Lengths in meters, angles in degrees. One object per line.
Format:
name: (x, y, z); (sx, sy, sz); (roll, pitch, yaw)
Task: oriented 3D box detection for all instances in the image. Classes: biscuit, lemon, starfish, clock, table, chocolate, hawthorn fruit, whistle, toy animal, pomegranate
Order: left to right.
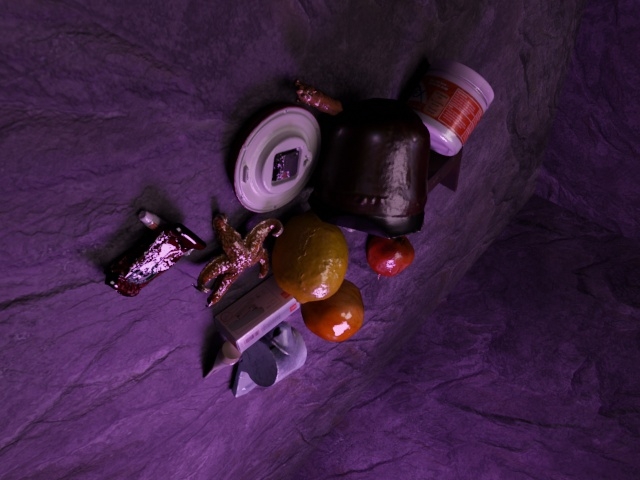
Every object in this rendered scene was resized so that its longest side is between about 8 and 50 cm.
biscuit: (-0.406, 0.047, 1.088); (0.235, 0.063, 0.151); (-41, 153, -8)
starfish: (-0.247, 0.052, 1.285); (0.303, 0.113, 0.312); (-31, 145, -34)
whistle: (-0.220, 0.450, 1.686); (0.404, 0.188, 0.168); (-34, 170, 38)
clock: (-0.111, -0.218, 1.229); (0.318, 0.080, 0.319); (-33, 143, -30)
lemon: (-0.030, 0.051, 1.434); (0.253, 0.253, 0.311); (5, 93, -55)
toy animal: (-0.003, -0.374, 1.202); (0.241, 0.099, 0.057); (5, 117, -54)
pomegranate: (0.045, 0.256, 1.738); (0.264, 0.264, 0.264); (-34, 144, -30)
chocolate: (0.170, -0.241, 1.326); (0.383, 0.383, 0.332); (-23, 134, -41)
hawthorn fruit: (0.288, 0.080, 1.965); (0.207, 0.207, 0.243); (-16, 136, -46)
table: (0.414, -0.255, 1.805); (0.250, 0.196, 0.282); (-45, 150, -17)

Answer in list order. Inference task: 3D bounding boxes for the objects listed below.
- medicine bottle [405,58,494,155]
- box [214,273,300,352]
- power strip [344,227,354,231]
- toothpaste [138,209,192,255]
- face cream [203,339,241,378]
medicine bottle: (0.432, -0.458, 1.562); (0.241, 0.252, 0.252); (-56, 149, 4)
box: (-0.208, 0.236, 1.491); (0.269, 0.135, 0.079); (-35, 145, -27)
power strip: (0.194, -0.119, 1.770); (0.270, 0.046, 0.118); (-21, 133, -40)
toothpaste: (-0.376, -0.018, 1.115); (0.052, 0.033, 0.218); (-42, 151, -3)
face cream: (-0.328, 0.415, 1.533); (0.114, 0.070, 0.224); (-25, 160, -39)
